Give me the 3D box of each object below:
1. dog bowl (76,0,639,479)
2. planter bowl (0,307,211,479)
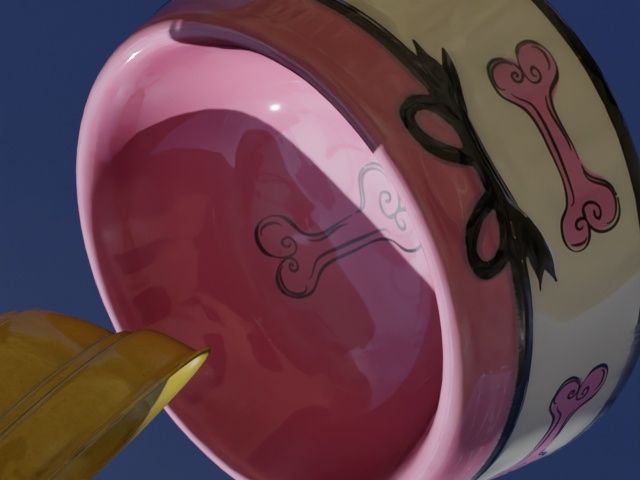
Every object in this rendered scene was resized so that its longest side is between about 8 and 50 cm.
[{"bbox_3d":[0.000,0.000,0.797,0.150,0.408,0.408,-29,-105,-41],"label":"dog bowl"},{"bbox_3d":[-0.166,0.101,0.642,0.217,0.217,0.090,-43,-95,-18],"label":"planter bowl"}]
